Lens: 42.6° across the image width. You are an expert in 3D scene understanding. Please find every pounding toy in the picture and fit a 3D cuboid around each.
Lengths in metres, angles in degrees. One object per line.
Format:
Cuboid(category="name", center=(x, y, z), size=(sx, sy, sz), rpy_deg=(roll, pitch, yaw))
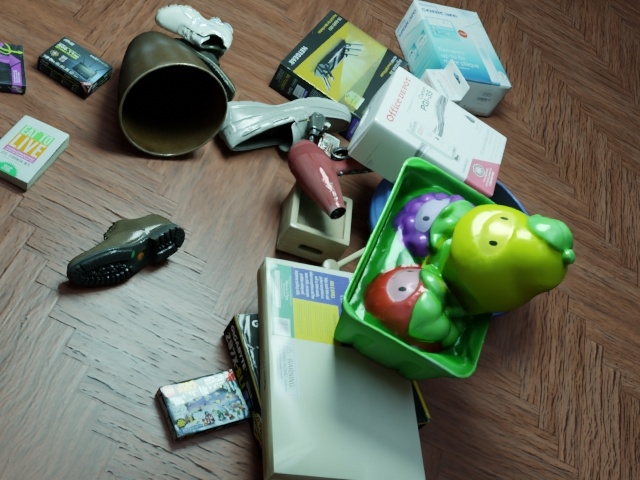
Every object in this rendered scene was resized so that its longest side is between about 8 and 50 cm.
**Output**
Cuboid(category="pounding toy", center=(0.008, 0.007, 1.659), size=(0.181, 0.094, 0.206), rpy_deg=(19, 49, -14))

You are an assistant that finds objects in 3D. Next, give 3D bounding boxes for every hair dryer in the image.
Cuboid(category="hair dryer", center=(0.046, -0.158, 1.664), size=(0.224, 0.080, 0.293), rpy_deg=(15, 49, 6))

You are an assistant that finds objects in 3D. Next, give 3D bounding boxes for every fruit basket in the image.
Cuboid(category="fruit basket", center=(0.221, 0.034, 1.371), size=(0.283, 0.392, 0.392), rpy_deg=(30, 46, -6))

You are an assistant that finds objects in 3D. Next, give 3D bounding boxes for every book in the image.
Cuboid(category="book", center=(-0.551, -0.165, 1.534), size=(0.096, 0.035, 0.144), rpy_deg=(27, 48, -2))

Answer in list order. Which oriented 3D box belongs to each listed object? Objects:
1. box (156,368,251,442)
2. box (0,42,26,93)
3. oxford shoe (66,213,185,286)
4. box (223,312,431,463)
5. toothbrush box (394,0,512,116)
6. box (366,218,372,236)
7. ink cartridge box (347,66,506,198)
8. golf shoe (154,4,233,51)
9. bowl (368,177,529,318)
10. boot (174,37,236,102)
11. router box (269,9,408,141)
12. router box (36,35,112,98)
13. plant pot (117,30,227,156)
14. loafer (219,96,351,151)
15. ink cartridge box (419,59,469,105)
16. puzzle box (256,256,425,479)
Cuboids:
Cuboid(category="box", center=(-0.196, 0.276, 1.382), size=(0.137, 0.027, 0.094), rpy_deg=(-10, 60, -34))
Cuboid(category="box", center=(-0.665, -0.345, 1.610), size=(0.162, 0.029, 0.116), rpy_deg=(0, 55, -27))
Cuboid(category="oxford shoe", center=(-0.362, 0.015, 1.474), size=(0.096, 0.082, 0.227), rpy_deg=(37, 43, 29))
Cuboid(category="box", center=(0.012, 0.247, 1.487), size=(0.322, 0.079, 0.257), rpy_deg=(-2, 58, -30))
Cuboid(category="toothbrush box", center=(0.354, -0.492, 2.221), size=(0.216, 0.126, 0.295), rpy_deg=(4, 52, -26))
Cuboid(category="box", center=(0.261, 0.012, 1.799), size=(0.290, 0.087, 0.169), rpy_deg=(6, 53, -25))
Cuboid(category="ink cartridge box", center=(0.221, -0.194, 1.685), size=(0.283, 0.117, 0.207), rpy_deg=(32, 47, -8))
Cuboid(category="golf shoe", center=(-0.278, -0.465, 1.816), size=(0.176, 0.069, 0.086), rpy_deg=(10, 42, -17))
Cuboid(category="bowl", center=(0.293, -0.021, 1.729), size=(0.391, 0.077, 0.391), rpy_deg=(15, 49, -19))
Cuboid(category="boot", center=(-0.237, -0.405, 1.868), size=(0.198, 0.077, 0.137), rpy_deg=(45, 42, 8))
Cuboid(category="router box", center=(0.051, -0.410, 2.019), size=(0.243, 0.081, 0.309), rpy_deg=(34, 46, -1))
Cuboid(category="router box", center=(-0.507, -0.358, 1.700), size=(0.122, 0.038, 0.092), rpy_deg=(33, 46, -2))
Cuboid(category="plant pot", center=(-0.325, -0.326, 1.683), size=(0.215, 0.215, 0.230), rpy_deg=(1, 41, -28))
Cuboid(category="loafer", center=(-0.072, -0.246, 1.812), size=(0.320, 0.112, 0.111), rpy_deg=(-8, 65, -25))
Cuboid(category="ink cartridge box", center=(0.279, -0.349, 2.027), size=(0.062, 0.181, 0.104), rpy_deg=(-7, 59, -33))
Cuboid(category="puzzle box", center=(0.029, 0.227, 1.423), size=(0.272, 0.052, 0.408), rpy_deg=(12, 50, -21))
